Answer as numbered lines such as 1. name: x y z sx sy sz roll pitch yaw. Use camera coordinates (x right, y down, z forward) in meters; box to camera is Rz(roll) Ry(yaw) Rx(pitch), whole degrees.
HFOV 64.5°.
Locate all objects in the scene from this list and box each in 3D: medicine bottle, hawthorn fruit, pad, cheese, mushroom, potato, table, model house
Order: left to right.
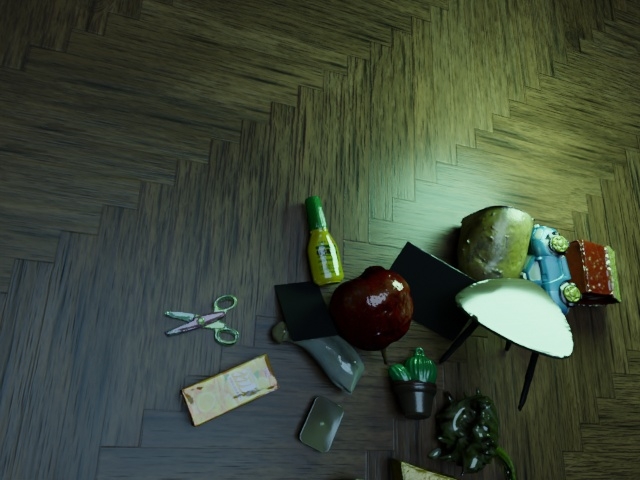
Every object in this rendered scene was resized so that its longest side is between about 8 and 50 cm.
1. pad: -0.041 0.186 1.366 0.127 0.004 0.190 -4 46 -22
2. medicine bottle: 0.000 0.000 1.456 0.095 0.064 0.260 -5 74 -25
3. mushroom: 0.000 0.288 1.353 0.270 0.103 0.118 35 55 4
4. hawthorn fruit: 0.147 0.209 1.381 0.230 0.210 0.266 -29 111 -49
5. cheese: 0.286 0.635 1.335 0.171 0.093 0.126 -2 74 -10
6. pad: 0.327 0.155 1.500 0.299 0.005 0.202 29 103 -10
7. potato: 0.529 0.049 1.574 0.229 0.229 0.266 14 76 -17
8. table: 0.521 0.302 1.425 0.317 0.249 0.317 7 33 -5
9. model house: 0.913 0.118 1.719 0.254 0.160 0.196 9 70 -20

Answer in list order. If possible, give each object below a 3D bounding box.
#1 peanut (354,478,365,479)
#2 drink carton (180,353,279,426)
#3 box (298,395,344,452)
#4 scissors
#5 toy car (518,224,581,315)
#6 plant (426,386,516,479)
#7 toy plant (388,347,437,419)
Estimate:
1. peanut: 0.120 0.761 1.217 0.174 0.158 0.340 3 65 -1
2. drink carton: -0.223 0.366 1.251 0.223 0.071 0.096 -18 80 -25
3. box: 0.000 0.478 1.324 0.091 0.031 0.126 30 65 -10
4. scissors: -0.302 0.208 1.298 0.187 0.020 0.133 1 78 -22
5. toy car: 0.694 0.106 1.626 0.166 0.198 0.314 -5 76 -10
6. plant: 0.451 0.582 1.452 0.333 0.180 0.251 51 50 -37
7. toy plant: 0.258 0.393 1.417 0.143 0.105 0.200 6 53 -5
